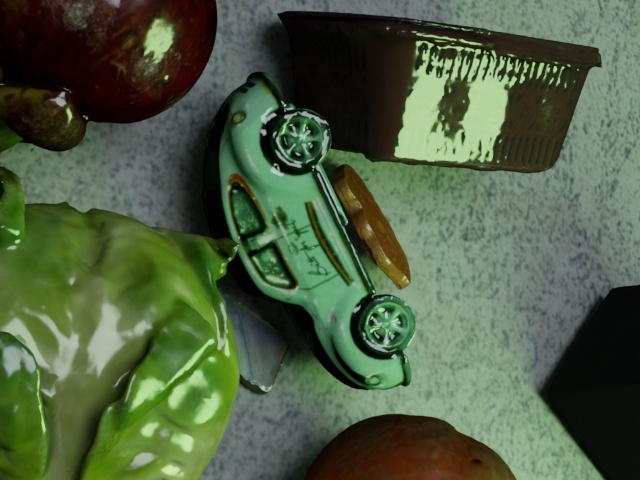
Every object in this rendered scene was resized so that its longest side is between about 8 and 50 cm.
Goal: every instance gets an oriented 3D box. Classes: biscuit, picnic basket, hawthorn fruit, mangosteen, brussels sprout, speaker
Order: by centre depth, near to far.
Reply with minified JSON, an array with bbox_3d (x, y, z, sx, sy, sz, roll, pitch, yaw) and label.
[{"bbox_3d":[-0.190,0.089,0.980,0.259,0.227,0.294,-2,87,-22],"label":"brussels sprout"},{"bbox_3d":[-0.208,-0.165,1.052,0.257,0.215,0.215,-46,109,-7],"label":"mangosteen"},{"bbox_3d":[0.060,0.280,1.136,0.210,0.210,0.262,40,70,-22],"label":"hawthorn fruit"},{"bbox_3d":[0.048,-0.013,1.274,0.130,0.019,0.102,60,14,-3],"label":"biscuit"},{"bbox_3d":[0.103,-0.141,1.282,0.297,0.222,0.129,2,100,-36],"label":"picnic basket"},{"bbox_3d":[0.411,0.184,1.393,0.254,0.232,0.184,53,54,-20],"label":"speaker"}]

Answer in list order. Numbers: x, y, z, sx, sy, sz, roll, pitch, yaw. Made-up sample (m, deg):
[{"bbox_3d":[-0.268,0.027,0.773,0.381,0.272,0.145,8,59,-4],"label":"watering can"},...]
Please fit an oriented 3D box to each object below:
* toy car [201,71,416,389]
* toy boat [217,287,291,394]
[{"bbox_3d":[-0.023,0.005,1.179,0.125,0.136,0.305,-25,99,-9],"label":"toy car"},{"bbox_3d":[-0.081,0.084,1.187,0.115,0.016,0.063,37,59,-25],"label":"toy boat"}]
